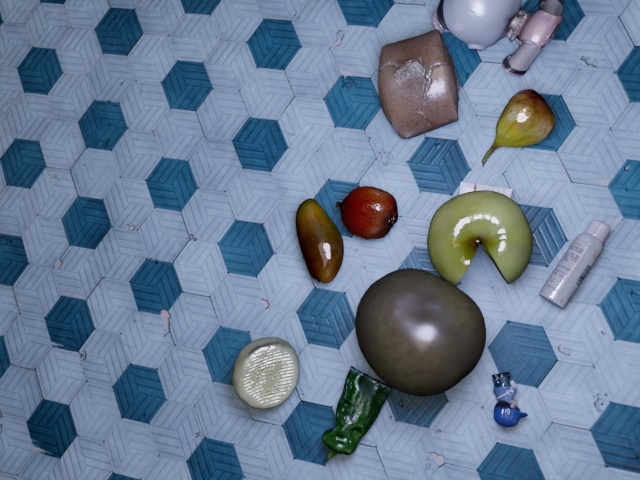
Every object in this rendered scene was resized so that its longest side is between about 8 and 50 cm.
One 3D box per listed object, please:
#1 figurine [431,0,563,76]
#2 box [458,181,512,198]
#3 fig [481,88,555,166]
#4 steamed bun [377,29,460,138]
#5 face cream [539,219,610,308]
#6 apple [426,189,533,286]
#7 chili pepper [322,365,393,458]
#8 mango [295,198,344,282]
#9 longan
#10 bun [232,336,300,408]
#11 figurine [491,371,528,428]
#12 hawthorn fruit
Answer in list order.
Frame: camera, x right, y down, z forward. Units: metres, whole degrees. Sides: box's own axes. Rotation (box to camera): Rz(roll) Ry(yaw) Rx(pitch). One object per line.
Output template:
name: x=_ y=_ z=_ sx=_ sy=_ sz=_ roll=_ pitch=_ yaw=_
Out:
figurine: x=0.534 y=-0.686 z=1.860 sx=0.362 sy=0.211 sz=0.253 roll=32 pitch=86 yaw=11
box: x=0.491 y=-0.124 z=1.877 sx=0.155 sy=0.040 sz=0.083 roll=9 pitch=87 yaw=14
fig: x=0.569 y=-0.319 z=1.853 sx=0.159 sy=0.159 sz=0.257 roll=47 pitch=113 yaw=14
steamed bun: x=0.295 y=-0.479 z=1.888 sx=0.252 sy=0.199 sz=0.300 roll=-11 pitch=81 yaw=11
face cream: x=0.728 y=0.063 z=1.779 sx=0.082 sy=0.082 sz=0.269 roll=34 pitch=91 yaw=14
apple: x=0.444 y=0.002 z=1.751 sx=0.292 sy=0.254 sz=0.291 roll=1 pitch=97 yaw=12
chili pepper: x=0.092 y=0.522 z=1.842 sx=0.136 sy=0.099 sz=0.270 roll=29 pitch=82 yaw=-10
mango: x=0.000 y=0.000 z=1.926 sx=0.133 sy=0.111 sz=0.267 roll=-21 pitch=79 yaw=25
longan: x=0.269 y=0.245 z=1.724 sx=0.362 sy=0.361 sz=0.360 roll=-2 pitch=82 yaw=12
bun: x=-0.168 y=0.399 z=1.905 sx=0.223 sy=0.127 sz=0.222 roll=1 pitch=87 yaw=-17
figurine: x=0.527 y=0.451 z=1.771 sx=0.086 sy=0.087 sz=0.149 roll=-22 pitch=74 yaw=47
hawthorn fruit: x=0.138 y=-0.092 z=1.888 sx=0.188 sy=0.169 sz=0.168 roll=26 pitch=88 yaw=18
